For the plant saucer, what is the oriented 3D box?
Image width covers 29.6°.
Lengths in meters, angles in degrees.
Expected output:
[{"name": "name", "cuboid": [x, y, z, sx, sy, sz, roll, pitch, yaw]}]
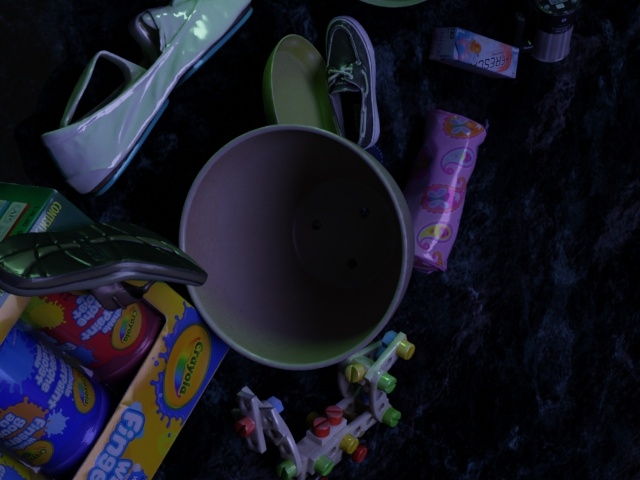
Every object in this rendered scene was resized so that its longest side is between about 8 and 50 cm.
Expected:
[{"name": "plant saucer", "cuboid": [-0.030, -0.201, 1.900, 0.241, 0.037, 0.241, 34, 51, -54]}]

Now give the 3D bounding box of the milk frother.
[{"name": "milk frother", "cuboid": [0.416, -0.435, 2.296, 0.135, 0.129, 0.143, 88, 3, -57]}]

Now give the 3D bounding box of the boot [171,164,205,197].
[{"name": "boot", "cuboid": [-0.119, -0.015, 1.854, 0.246, 0.094, 0.207, -6, 96, -48]}]

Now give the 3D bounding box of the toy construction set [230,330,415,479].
[{"name": "toy construction set", "cuboid": [0.010, 0.284, 1.975, 0.327, 0.151, 0.215, -19, 133, -32]}]

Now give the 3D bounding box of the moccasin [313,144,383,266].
[{"name": "moccasin", "cuboid": [0.049, -0.001, 1.996, 0.137, 0.116, 0.342, 21, 81, -42]}]

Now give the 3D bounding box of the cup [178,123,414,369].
[{"name": "cup", "cuboid": [0.000, 0.000, 1.723, 0.237, 0.331, 0.331, -14, 106, -68]}]

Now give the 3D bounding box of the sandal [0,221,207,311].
[{"name": "sandal", "cuboid": [-0.279, 0.041, 1.509, 0.302, 0.120, 0.086, -3, 122, -41]}]

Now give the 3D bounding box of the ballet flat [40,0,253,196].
[{"name": "ballet flat", "cuboid": [-0.244, -0.242, 1.702, 0.400, 0.139, 0.139, -54, 127, -22]}]

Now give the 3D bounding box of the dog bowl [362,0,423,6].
[{"name": "dog bowl", "cuboid": [0.122, -0.540, 1.854, 0.102, 0.348, 0.349, -30, 116, -52]}]

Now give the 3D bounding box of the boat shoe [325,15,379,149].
[{"name": "boat shoe", "cuboid": [0.048, -0.254, 1.946, 0.070, 0.077, 0.219, -17, 96, -65]}]

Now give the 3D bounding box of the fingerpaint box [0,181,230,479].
[{"name": "fingerpaint box", "cuboid": [-0.378, 0.211, 1.600, 0.371, 0.163, 0.445, 46, 66, -36]}]

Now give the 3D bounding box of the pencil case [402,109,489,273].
[{"name": "pencil case", "cuboid": [0.205, -0.087, 2.127, 0.124, 0.124, 0.284, 27, 76, -41]}]

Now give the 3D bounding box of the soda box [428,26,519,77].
[{"name": "soda box", "cuboid": [0.280, -0.339, 2.199, 0.183, 0.063, 0.058, 7, 91, -43]}]
